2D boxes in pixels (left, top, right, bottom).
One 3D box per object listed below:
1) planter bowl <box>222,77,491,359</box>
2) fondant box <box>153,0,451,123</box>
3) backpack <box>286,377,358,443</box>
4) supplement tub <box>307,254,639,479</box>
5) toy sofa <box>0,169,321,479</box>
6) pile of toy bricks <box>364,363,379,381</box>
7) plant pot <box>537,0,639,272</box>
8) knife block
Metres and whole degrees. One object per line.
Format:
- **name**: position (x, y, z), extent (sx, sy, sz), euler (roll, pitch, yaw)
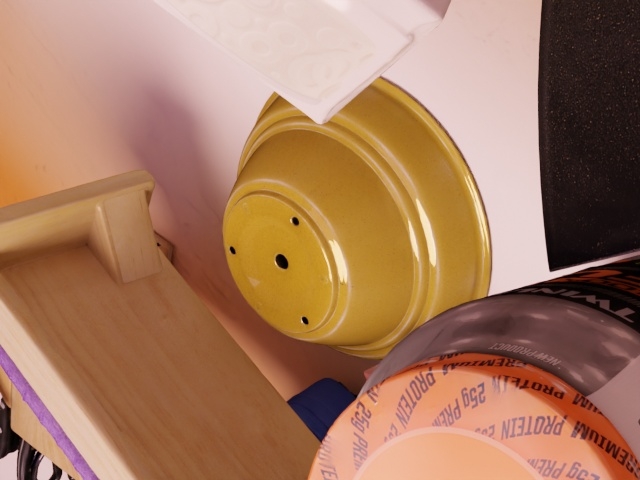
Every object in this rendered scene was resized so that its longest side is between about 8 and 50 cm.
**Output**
- **planter bowl**: position (0.000, 0.000, 1.018), extent (0.217, 0.090, 0.217), euler (23, 126, 36)
- **fondant box**: position (-0.016, -0.248, 0.664), extent (0.238, 0.330, 0.096), euler (35, 141, -15)
- **backpack**: position (-0.007, 0.169, 1.110), extent (0.098, 0.101, 0.120), euler (45, 135, 9)
- **supplement tub**: position (0.135, 0.111, 0.745), extent (0.193, 0.316, 0.194), euler (3, 96, 30)
- **toy sofa**: position (-0.098, 0.140, 0.998), extent (0.362, 0.150, 0.177), euler (48, 137, 26)
- **pile of toy bricks**: position (0.112, 0.156, 0.945), extent (0.212, 0.118, 0.105), euler (64, -175, 12)
- **plant pot**: position (0.208, -0.095, 0.701), extent (0.188, 0.187, 0.167), euler (-19, 84, 49)
- **knife block**: position (-0.186, 0.141, 1.284), extent (0.275, 0.088, 0.242), euler (-22, 95, 48)
